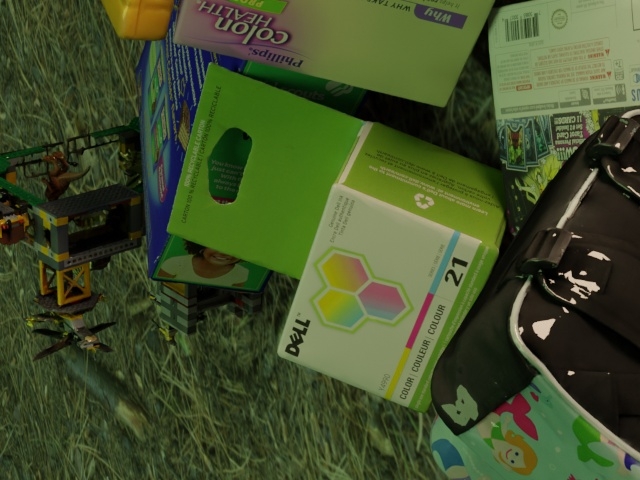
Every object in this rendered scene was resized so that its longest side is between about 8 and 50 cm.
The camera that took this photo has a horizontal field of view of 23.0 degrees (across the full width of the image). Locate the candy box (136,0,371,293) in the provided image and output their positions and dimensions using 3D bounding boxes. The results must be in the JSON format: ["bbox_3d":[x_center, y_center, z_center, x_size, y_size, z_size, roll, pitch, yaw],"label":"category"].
[{"bbox_3d":[-0.068,-0.153,1.389,0.317,0.122,0.268,117,152,-49],"label":"candy box"}]

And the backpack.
[{"bbox_3d":[0.201,0.087,0.864,0.253,0.225,0.191,34,142,1],"label":"backpack"}]

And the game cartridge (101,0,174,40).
[{"bbox_3d":[-0.141,-0.359,1.189,0.285,0.052,0.324,-119,39,-47],"label":"game cartridge"}]

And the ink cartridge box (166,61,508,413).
[{"bbox_3d":[0.000,0.000,1.222,0.097,0.255,0.189,-66,-4,-49],"label":"ink cartridge box"}]

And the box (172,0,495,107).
[{"bbox_3d":[0.027,-0.240,1.117,0.117,0.213,0.243,-88,14,-44],"label":"box"}]

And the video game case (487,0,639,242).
[{"bbox_3d":[0.199,-0.066,1.049,0.232,0.041,0.210,0,97,62],"label":"video game case"}]

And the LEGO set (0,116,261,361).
[{"bbox_3d":[-0.211,0.011,1.592,0.255,0.331,0.192,20,119,36],"label":"LEGO set"}]
